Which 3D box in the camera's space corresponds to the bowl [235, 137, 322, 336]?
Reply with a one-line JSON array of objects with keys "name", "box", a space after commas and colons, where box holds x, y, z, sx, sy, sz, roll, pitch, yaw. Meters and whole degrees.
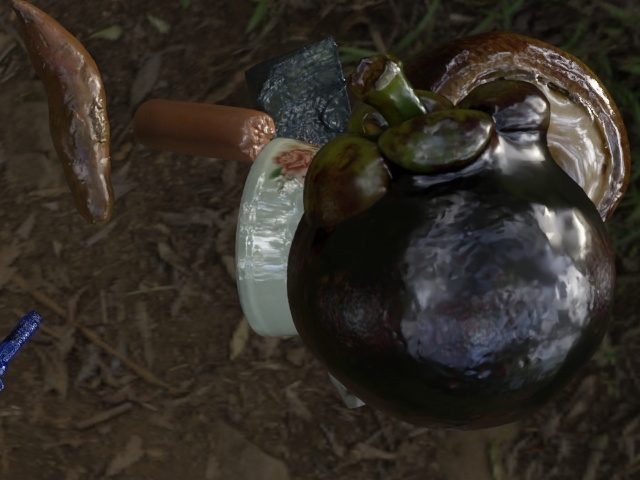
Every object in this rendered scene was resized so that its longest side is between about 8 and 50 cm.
[{"name": "bowl", "box": [0.000, 0.000, 1.551, 0.277, 0.145, 0.277, 3, 90, -70]}]

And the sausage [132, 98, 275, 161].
[{"name": "sausage", "box": [-0.191, -0.176, 1.823, 0.086, 0.289, 0.086, -17, 112, -48]}]

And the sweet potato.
[{"name": "sweet potato", "box": [-0.364, -0.197, 1.717, 0.106, 0.095, 0.355, -25, 98, -50]}]

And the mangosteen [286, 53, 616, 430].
[{"name": "mangosteen", "box": [0.123, 0.010, 1.020, 0.297, 0.297, 0.313, 21, 92, -30]}]

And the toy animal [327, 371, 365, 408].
[{"name": "toy animal", "box": [0.116, 0.105, 1.882, 0.194, 0.344, 0.303, -13, 82, -37]}]

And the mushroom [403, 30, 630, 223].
[{"name": "mushroom", "box": [0.235, -0.077, 1.373, 0.345, 0.259, 0.345, -4, 101, -21]}]

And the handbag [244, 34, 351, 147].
[{"name": "handbag", "box": [-0.029, -0.218, 1.963, 0.175, 0.089, 0.270, -17, 134, -6]}]

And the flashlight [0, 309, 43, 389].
[{"name": "flashlight", "box": [-0.428, 0.147, 1.575, 0.057, 0.035, 0.121, 41, 66, -11]}]
